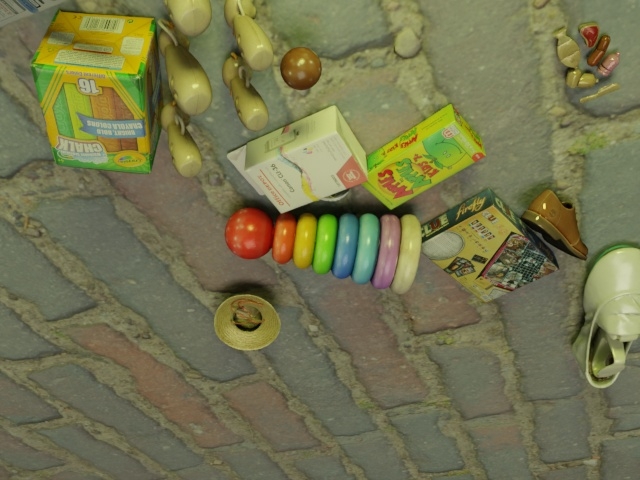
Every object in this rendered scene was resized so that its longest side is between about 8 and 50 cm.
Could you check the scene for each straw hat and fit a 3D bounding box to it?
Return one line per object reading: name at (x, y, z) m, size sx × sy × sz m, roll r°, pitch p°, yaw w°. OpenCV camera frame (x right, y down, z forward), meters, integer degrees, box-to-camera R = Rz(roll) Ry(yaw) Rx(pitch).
straw hat at (-0.149, 0.152, 1.303) m, size 0.144 × 0.061 × 0.145 m, roll -2°, pitch 122°, yaw -3°

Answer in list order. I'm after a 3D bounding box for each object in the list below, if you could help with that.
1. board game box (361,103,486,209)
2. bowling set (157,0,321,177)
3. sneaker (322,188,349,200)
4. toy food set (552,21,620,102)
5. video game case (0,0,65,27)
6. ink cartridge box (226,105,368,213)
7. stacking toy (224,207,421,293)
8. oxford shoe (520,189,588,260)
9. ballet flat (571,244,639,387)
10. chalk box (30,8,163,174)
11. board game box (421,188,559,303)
board game box at (0.155, -0.127, 0.999) m, size 0.181 × 0.043 × 0.092 m, roll -30°, pitch 132°, yaw 29°
bowling set at (-0.114, -0.231, 0.825) m, size 0.199 × 0.154 × 0.287 m, roll -8°, pitch 142°, yaw -23°
sneaker at (0.007, -0.085, 1.053) m, size 0.083 × 0.031 × 0.035 m, roll -9°, pitch 138°, yaw 9°
toy food set at (0.373, -0.253, 0.879) m, size 0.077 × 0.019 × 0.122 m, roll -19°, pitch 128°, yaw 20°
video game case at (-0.396, -0.363, 0.622) m, size 0.299 × 0.036 × 0.329 m, roll 2°, pitch 148°, yaw 40°
ink cartridge box at (-0.039, -0.115, 0.989) m, size 0.198 × 0.067 × 0.115 m, roll -20°, pitch 136°, yaw 21°
stacking toy at (0.000, 0.000, 1.095) m, size 0.330 × 0.141 × 0.141 m, roll 9°, pitch 139°, yaw -2°
oxford shoe at (0.431, -0.023, 1.114) m, size 0.212 × 0.076 × 0.076 m, roll 31°, pitch 91°, yaw -45°
ballet flat at (0.607, 0.177, 1.299) m, size 0.139 × 0.139 × 0.400 m, roll -6°, pitch 139°, yaw 5°
chalk box at (-0.289, -0.179, 0.860) m, size 0.132 × 0.132 × 0.213 m, roll 3°, pitch 139°, yaw -5°
board game box at (0.308, 0.018, 1.173) m, size 0.165 × 0.042 × 0.243 m, roll -30°, pitch 131°, yaw 30°
